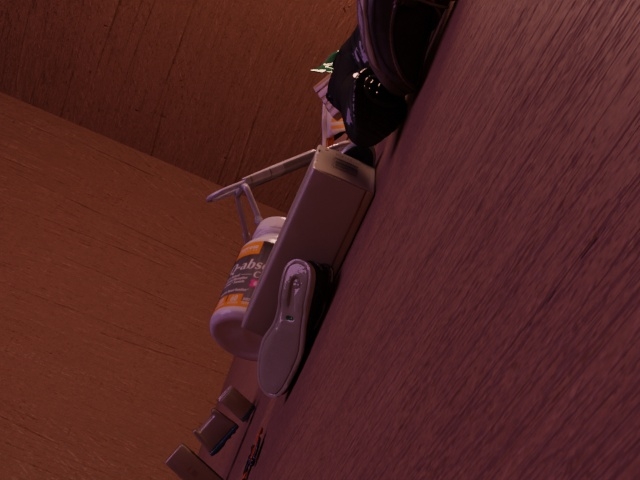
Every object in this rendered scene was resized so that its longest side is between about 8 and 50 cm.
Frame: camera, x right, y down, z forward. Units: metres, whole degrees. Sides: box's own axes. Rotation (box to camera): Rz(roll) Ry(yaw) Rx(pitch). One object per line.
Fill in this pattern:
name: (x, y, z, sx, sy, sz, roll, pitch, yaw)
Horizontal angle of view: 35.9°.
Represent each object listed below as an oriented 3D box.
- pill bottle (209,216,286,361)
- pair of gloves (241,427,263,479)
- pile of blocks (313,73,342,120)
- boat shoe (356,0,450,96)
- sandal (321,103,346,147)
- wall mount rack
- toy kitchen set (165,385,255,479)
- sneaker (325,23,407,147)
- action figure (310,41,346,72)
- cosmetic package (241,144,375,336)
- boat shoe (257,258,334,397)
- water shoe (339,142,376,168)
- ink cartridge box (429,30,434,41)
pill bottle: (-0.110, 0.094, 2.013, 0.162, 0.162, 0.278, 118, 173, -51)
pair of gloves: (-0.114, 0.364, 1.668, 0.074, 0.010, 0.083, -74, 5, -48)
pile of blocks: (0.136, -0.403, 2.143, 0.362, 0.149, 0.112, -58, -39, 0)
boat shoe: (0.144, -0.410, 1.588, 0.130, 0.132, 0.355, -9, 73, 35)
sandal: (0.047, -0.294, 2.754, 0.102, 0.076, 0.265, -29, -57, -74)
wall mount rack: (-0.081, -0.102, 2.245, 0.350, 0.130, 0.304, -22, -2, -11)
toy kitchen set: (-0.213, 0.426, 2.096, 0.207, 0.122, 0.166, -47, 1, -10)
sneaker: (0.068, -0.245, 1.658, 0.130, 0.109, 0.286, -41, 29, 37)
action figure: (0.084, -0.343, 1.873, 0.232, 0.137, 0.063, -57, -18, -49)
cosmetic package: (-0.019, 0.011, 1.676, 0.160, 0.113, 0.309, -78, 11, -69)
boat shoe: (-0.036, 0.144, 1.582, 0.079, 0.084, 0.233, 4, -74, -54)
water shoe: (0.041, -0.100, 1.772, 0.080, 0.073, 0.203, -70, 6, -62)
ink cartridge box: (0.165, -0.408, 1.732, 0.092, 0.090, 0.143, -165, 99, -85)
